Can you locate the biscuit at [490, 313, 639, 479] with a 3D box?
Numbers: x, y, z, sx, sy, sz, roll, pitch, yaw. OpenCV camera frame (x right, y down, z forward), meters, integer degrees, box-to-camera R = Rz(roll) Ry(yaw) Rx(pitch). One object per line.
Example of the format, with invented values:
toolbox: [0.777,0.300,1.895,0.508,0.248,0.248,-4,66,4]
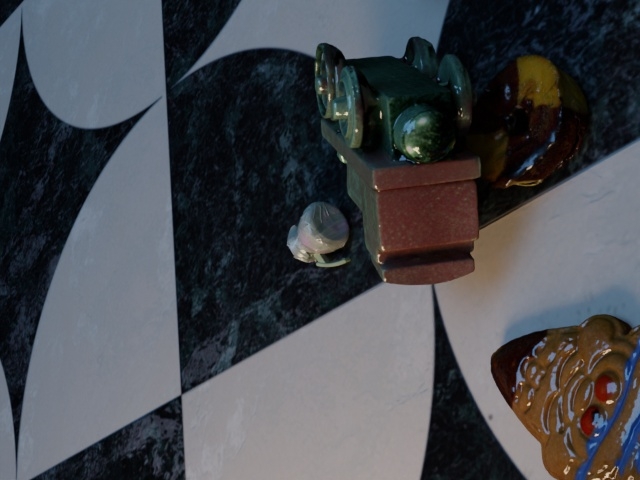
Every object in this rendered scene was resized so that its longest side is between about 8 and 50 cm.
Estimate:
biscuit: [0.253,0.146,1.114,0.280,0.043,0.183,24,94,50]

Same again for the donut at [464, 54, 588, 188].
donut: [0.210,-0.116,1.235,0.140,0.059,0.141,-22,61,48]

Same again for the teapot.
teapot: [0.000,0.000,1.472,0.083,0.064,0.064,56,137,7]

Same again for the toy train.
toy train: [0.079,-0.097,1.297,0.304,0.150,0.222,-119,23,-69]
